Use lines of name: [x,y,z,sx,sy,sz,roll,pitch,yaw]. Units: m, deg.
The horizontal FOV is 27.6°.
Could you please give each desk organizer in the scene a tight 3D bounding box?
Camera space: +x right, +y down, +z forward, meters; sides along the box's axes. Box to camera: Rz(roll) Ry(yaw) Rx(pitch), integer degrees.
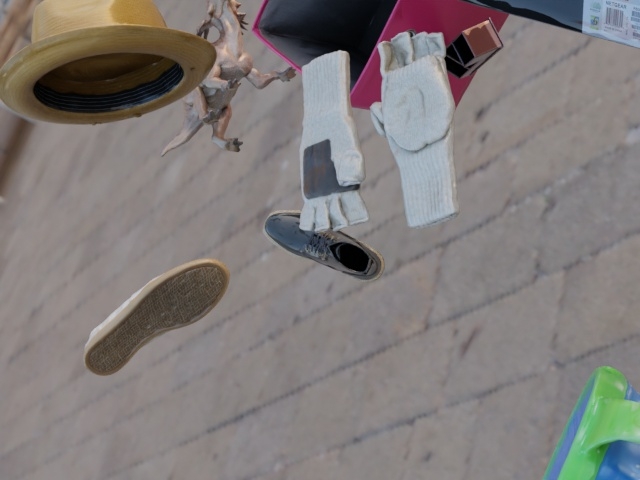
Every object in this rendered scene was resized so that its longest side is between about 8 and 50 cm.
desk organizer: [0.213,-0.272,1.898,0.050,0.047,0.130,-25,-4,-19]

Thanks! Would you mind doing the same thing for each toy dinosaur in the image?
toy dinosaur: [-0.180,-0.274,2.166,0.200,0.127,0.295,47,109,35]

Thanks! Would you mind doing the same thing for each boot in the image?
boot: [0.000,0.000,1.962,0.137,0.198,0.077,25,-96,-81]

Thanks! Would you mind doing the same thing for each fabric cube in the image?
fabric cube: [0.101,-0.357,2.022,0.259,0.258,0.254,44,117,36]

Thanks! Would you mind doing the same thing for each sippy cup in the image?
sippy cup: [0.355,0.285,1.395,0.305,0.224,0.240,-2,-65,-80]

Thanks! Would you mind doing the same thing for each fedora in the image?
fedora: [-0.187,-0.166,1.121,0.194,0.194,0.079,-36,65,51]

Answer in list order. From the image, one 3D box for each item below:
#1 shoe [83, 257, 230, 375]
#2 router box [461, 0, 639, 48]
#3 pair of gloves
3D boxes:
shoe: [-0.206,0.084,1.611,0.219,0.076,0.058,-34,26,12]
router box: [0.303,-0.279,1.313,0.309,0.243,0.081,27,127,46]
pair of gloves: [0.053,-0.112,1.383,0.240,0.042,0.204,-4,87,50]
